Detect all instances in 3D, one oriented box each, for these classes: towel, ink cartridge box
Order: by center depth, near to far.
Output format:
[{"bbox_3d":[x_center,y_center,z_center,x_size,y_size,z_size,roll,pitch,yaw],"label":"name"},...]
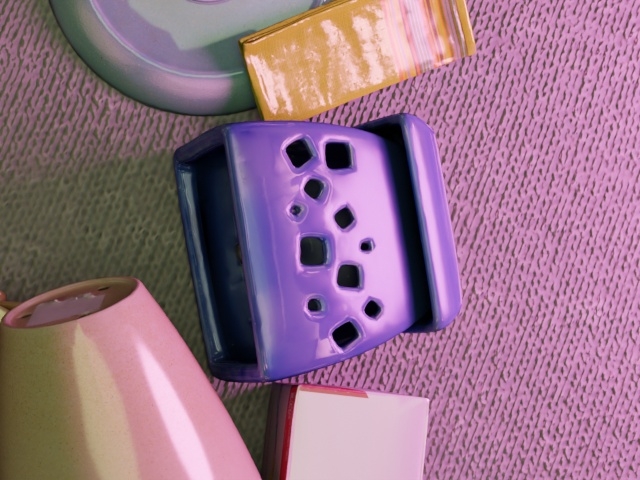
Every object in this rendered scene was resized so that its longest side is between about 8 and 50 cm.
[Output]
[{"bbox_3d":[0.019,0.202,1.856,0.128,0.176,0.127,6,86,-9],"label":"ink cartridge box"},{"bbox_3d":[0.040,-0.191,1.917,0.237,0.021,0.102,-23,109,-16],"label":"towel"}]

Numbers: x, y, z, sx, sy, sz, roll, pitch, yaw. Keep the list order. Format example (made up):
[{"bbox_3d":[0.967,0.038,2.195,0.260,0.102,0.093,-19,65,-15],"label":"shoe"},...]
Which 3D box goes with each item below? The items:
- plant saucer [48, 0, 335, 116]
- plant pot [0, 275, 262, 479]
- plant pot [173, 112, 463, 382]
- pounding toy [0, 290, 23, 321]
[{"bbox_3d":[-0.113,-0.281,1.911,0.317,0.044,0.318,0,88,-9],"label":"plant saucer"},{"bbox_3d":[-0.183,0.181,1.719,0.256,0.256,0.274,-17,106,-9],"label":"plant pot"},{"bbox_3d":[0.000,0.000,1.835,0.212,0.236,0.236,-11,90,-16],"label":"plant pot"},{"bbox_3d":[-0.306,0.080,1.824,0.130,0.141,0.100,27,84,-8],"label":"pounding toy"}]
